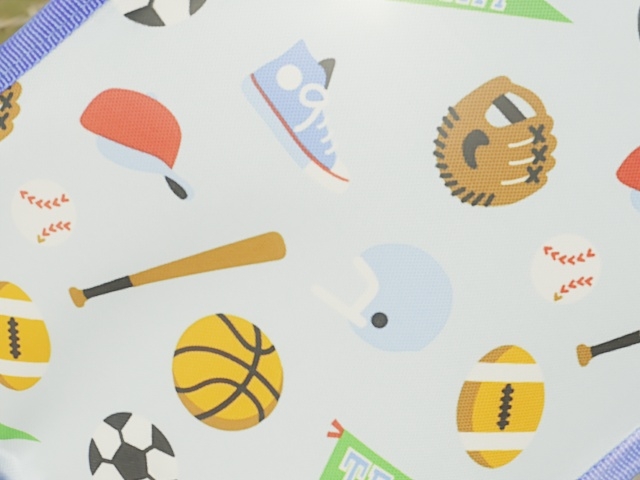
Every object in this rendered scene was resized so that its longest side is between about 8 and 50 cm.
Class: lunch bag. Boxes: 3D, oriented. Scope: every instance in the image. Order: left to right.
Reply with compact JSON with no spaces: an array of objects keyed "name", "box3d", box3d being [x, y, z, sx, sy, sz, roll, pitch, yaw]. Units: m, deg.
[{"name":"lunch bag","box3d":[0.000,0.000,0.609,0.385,0.328,0.239,-42,4,-1]}]
